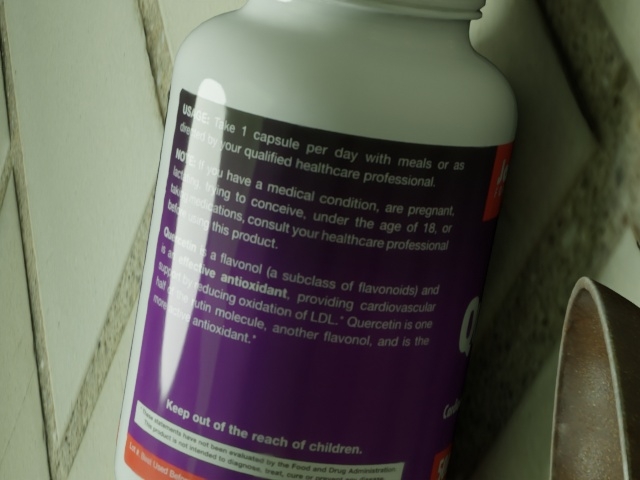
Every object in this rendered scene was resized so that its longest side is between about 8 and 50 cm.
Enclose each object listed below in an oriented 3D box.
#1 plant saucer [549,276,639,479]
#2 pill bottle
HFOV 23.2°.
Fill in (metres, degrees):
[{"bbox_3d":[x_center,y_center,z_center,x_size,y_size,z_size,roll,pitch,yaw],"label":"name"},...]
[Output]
[{"bbox_3d":[0.115,0.168,0.559,0.310,0.050,0.310,0,-90,-87],"label":"plant saucer"},{"bbox_3d":[0.000,0.000,0.822,0.181,0.182,0.322,-141,58,-63],"label":"pill bottle"}]
